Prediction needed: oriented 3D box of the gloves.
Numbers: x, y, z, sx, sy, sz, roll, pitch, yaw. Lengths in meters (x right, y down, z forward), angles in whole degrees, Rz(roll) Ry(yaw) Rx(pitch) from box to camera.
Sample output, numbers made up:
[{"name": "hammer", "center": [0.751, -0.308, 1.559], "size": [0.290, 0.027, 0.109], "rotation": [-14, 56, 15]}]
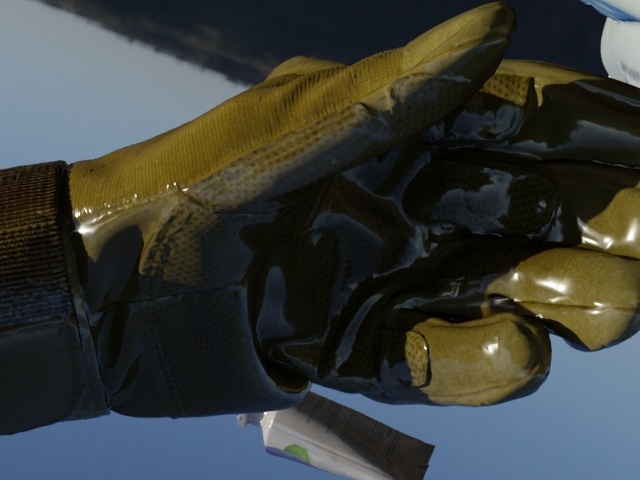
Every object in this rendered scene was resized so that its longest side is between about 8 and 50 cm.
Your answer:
[{"name": "gloves", "center": [0.000, 0.000, 0.599], "size": [0.331, 0.154, 0.141], "rotation": [-12, 177, 8]}]

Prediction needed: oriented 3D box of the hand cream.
[{"name": "hand cream", "center": [0.009, 0.143, 1.036], "size": [0.142, 0.053, 0.084], "rotation": [21, -159, 7]}]

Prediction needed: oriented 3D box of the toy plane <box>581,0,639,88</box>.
[{"name": "toy plane", "center": [0.196, -0.094, 0.722], "size": [0.267, 0.122, 0.267], "rotation": [30, -178, -1]}]
